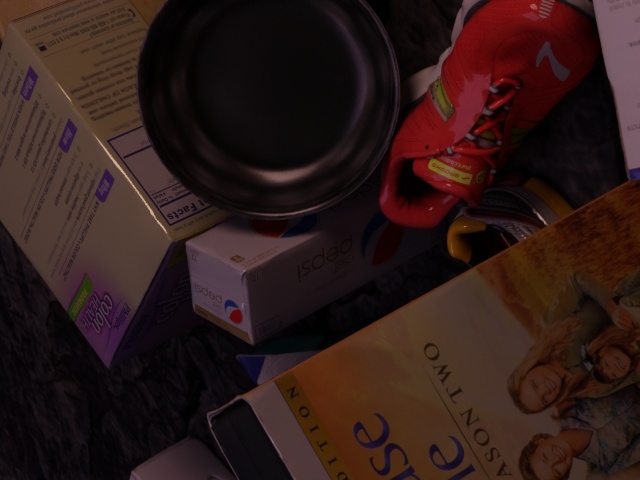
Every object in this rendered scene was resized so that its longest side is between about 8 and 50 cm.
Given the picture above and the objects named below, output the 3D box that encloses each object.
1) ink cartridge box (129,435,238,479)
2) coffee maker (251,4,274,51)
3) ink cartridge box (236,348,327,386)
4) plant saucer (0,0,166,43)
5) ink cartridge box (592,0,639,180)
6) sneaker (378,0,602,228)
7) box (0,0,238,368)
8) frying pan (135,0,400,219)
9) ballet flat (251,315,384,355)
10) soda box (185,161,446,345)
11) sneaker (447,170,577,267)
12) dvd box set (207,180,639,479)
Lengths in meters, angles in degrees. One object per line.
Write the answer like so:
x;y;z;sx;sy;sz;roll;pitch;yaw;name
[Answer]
-0.135;0.337;1.981;0.158;0.092;0.218;44;139;25;ink cartridge box
-0.031;-0.158;1.511;0.171;0.120;0.178;28;133;51;coffee maker
0.044;0.185;1.617;0.224;0.045;0.223;-9;124;48;ink cartridge box
-0.156;-0.142;1.705;0.332;0.081;0.333;-3;109;52;plant saucer
0.226;-0.230;1.052;0.175;0.069;0.371;-12;85;34;ink cartridge box
0.119;-0.086;1.338;0.107;0.118;0.279;21;151;-10;sneaker
-0.180;-0.054;1.622;0.243;0.117;0.213;52;143;16;box
-0.038;-0.176;1.376;0.197;0.053;0.326;2;104;7;frying pan
0.015;0.112;1.666;0.203;0.074;0.074;-15;100;54;ballet flat
0.000;0.000;1.478;0.074;0.216;0.069;25;130;41;soda box
0.182;0.048;1.386;0.225;0.092;0.088;42;139;25;sneaker
0.170;0.146;1.181;0.308;0.420;0.062;60;145;5;dvd box set
